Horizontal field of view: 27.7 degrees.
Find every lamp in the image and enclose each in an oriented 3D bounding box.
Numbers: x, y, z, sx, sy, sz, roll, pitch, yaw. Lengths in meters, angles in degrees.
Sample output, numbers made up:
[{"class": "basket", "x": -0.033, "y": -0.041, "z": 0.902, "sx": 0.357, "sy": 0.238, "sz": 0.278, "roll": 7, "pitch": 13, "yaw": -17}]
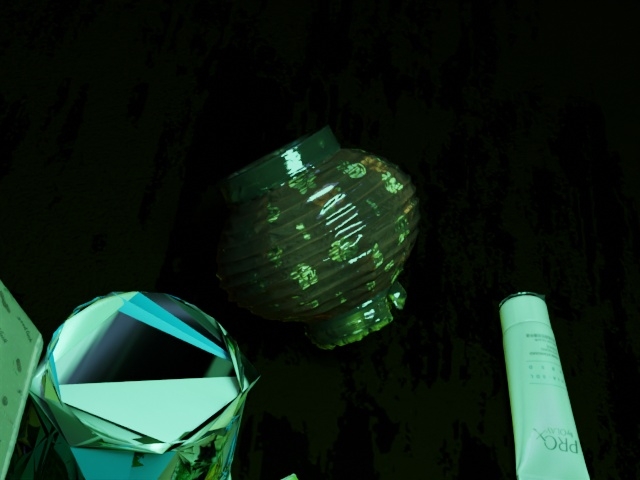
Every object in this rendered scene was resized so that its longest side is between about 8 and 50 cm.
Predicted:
[{"class": "lamp", "x": 0.000, "y": 0.000, "z": 1.419, "sx": 0.247, "sy": 0.247, "sz": 0.247, "roll": 11, "pitch": 44, "yaw": -11}]

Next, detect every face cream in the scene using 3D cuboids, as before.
[{"class": "face cream", "x": 0.244, "y": 0.171, "z": 1.462, "sx": 0.092, "sy": 0.058, "sz": 0.244, "roll": 10, "pitch": 50, "yaw": -18}]

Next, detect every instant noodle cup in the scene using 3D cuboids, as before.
[{"class": "instant noodle cup", "x": -0.174, "y": 0.169, "z": 1.208, "sx": 0.240, "sy": 0.178, "sz": 0.240, "roll": 10, "pitch": 44, "yaw": -10}]

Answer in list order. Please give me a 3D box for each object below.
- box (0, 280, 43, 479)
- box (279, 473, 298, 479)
[{"class": "box", "x": -0.412, "y": 0.127, "z": 1.057, "sx": 0.297, "sy": 0.190, "sz": 0.225, "roll": -14, "pitch": 42, "yaw": 17}, {"class": "box", "x": -0.083, "y": 0.344, "z": 1.119, "sx": 0.260, "sy": 0.111, "sz": 0.194, "roll": -17, "pitch": 55, "yaw": -36}]
